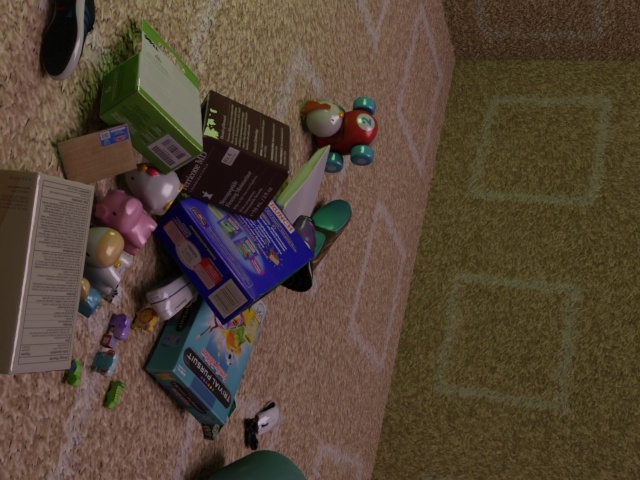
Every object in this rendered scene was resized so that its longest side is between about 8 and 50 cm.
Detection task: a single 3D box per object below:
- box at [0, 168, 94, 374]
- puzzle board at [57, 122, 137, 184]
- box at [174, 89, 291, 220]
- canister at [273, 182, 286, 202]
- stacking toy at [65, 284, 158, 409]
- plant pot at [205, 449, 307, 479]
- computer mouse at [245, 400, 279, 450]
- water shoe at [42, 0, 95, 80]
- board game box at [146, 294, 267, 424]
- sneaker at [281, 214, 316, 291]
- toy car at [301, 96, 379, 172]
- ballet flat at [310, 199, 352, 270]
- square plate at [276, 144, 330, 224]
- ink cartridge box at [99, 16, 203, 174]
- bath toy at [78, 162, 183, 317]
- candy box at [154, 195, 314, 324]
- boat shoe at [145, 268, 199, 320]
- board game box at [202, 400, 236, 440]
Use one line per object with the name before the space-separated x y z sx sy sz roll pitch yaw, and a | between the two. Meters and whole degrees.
box | -0.471 0.050 1.223 0.148 0.121 0.311 18 79 -68
puzzle board | -0.403 -0.154 1.383 0.128 0.011 0.096 -22 132 -23
box | -0.189 -0.180 1.645 0.168 0.203 0.167 -51 -152 38
canister | -0.159 -0.110 2.043 0.170 0.073 0.126 -61 151 -42
stacking toy | -0.410 0.209 1.515 0.167 0.052 0.221 58 44 -58
plant pot | -0.195 0.693 1.896 0.235 0.293 0.293 2 94 -55
computer mouse | -0.162 0.533 2.244 0.193 0.042 0.106 -35 126 -63
water shoe | -0.419 -0.367 1.315 0.080 0.073 0.203 22 75 -70
board game box | -0.257 0.227 1.816 0.253 0.079 0.336 60 38 -44
sneaker | -0.051 0.039 2.138 0.283 0.107 0.124 103 8 -57
toy car | 0.046 -0.365 2.353 0.238 0.210 0.219 37 50 -51
ballet flat | 0.000 0.000 2.451 0.342 0.116 0.124 -59 167 -47
square plate | -0.086 -0.061 2.144 0.347 0.049 0.344 -57 169 -49
ink cartridge box | -0.325 -0.285 1.495 0.189 0.097 0.255 45 24 -42
bath toy | -0.385 -0.028 1.437 0.151 0.129 0.348 -40 -162 50
candy box | -0.187 0.006 1.747 0.268 0.122 0.317 54 31 2
boat shoe | -0.309 0.112 1.683 0.226 0.083 0.075 -37 110 -62
board game box | -0.273 0.366 1.938 0.136 0.030 0.259 -57 146 -53
